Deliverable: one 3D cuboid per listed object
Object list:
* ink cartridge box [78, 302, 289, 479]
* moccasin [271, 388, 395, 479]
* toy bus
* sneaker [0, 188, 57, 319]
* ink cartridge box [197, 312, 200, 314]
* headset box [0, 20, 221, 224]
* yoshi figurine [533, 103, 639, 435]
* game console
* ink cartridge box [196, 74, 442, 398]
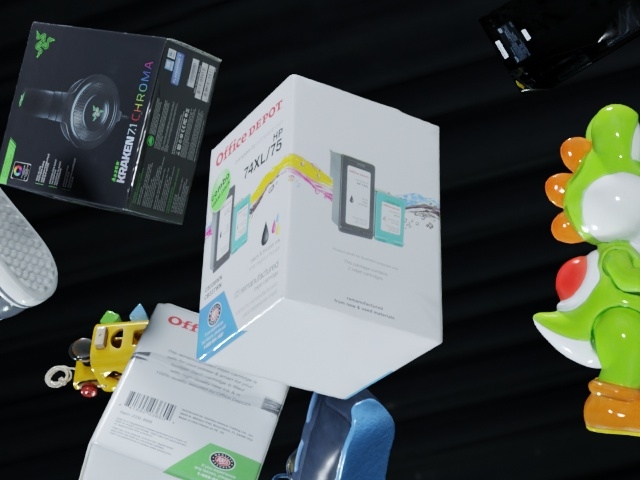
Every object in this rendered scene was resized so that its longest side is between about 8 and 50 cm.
[{"bbox_3d":[-0.166,0.238,1.955,0.289,0.211,0.122,-69,-1,-53],"label":"ink cartridge box"},{"bbox_3d":[0.019,0.306,2.000,0.117,0.137,0.342,47,135,33],"label":"moccasin"},{"bbox_3d":[-0.339,0.184,2.447,0.191,0.202,0.104,35,156,33],"label":"toy bus"},{"bbox_3d":[-0.421,-0.050,1.610,0.321,0.127,0.126,60,-152,-8],"label":"sneaker"},{"bbox_3d":[-0.121,0.166,2.509,0.139,0.190,0.082,30,-123,-36],"label":"ink cartridge box"},{"bbox_3d":[-0.312,-0.171,2.139,0.131,0.283,0.246,17,-93,-55],"label":"headset box"},{"bbox_3d":[0.375,0.029,1.664,0.203,0.203,0.362,-4,87,54],"label":"yoshi figurine"},{"bbox_3d":[0.275,-0.355,1.867,0.044,0.213,0.361,45,-162,-52],"label":"game console"},{"bbox_3d":[0.000,0.000,1.643,0.198,0.197,0.270,-38,43,49],"label":"ink cartridge box"}]
